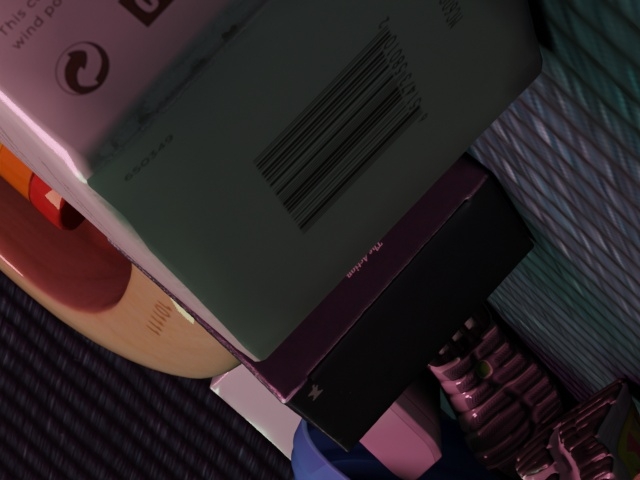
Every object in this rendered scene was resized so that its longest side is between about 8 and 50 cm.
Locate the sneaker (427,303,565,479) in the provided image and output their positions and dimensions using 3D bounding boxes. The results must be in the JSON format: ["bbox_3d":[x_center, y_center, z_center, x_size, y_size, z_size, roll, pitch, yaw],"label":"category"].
[{"bbox_3d":[0.112,0.088,1.423,0.228,0.086,0.132,58,173,-34],"label":"sneaker"}]

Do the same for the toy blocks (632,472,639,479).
[{"bbox_3d":[0.181,0.273,0.835,0.191,0.381,0.261,42,165,-23],"label":"toy blocks"}]

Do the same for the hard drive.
[{"bbox_3d":[0.009,0.051,1.500,0.233,0.047,0.353,44,-168,-8],"label":"hard drive"}]

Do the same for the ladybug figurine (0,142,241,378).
[{"bbox_3d":[-0.177,-0.103,1.209,0.449,0.162,0.305,44,147,9],"label":"ladybug figurine"}]

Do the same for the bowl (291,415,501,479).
[{"bbox_3d":[0.153,0.244,1.437,0.391,0.077,0.391,20,-171,-3],"label":"bowl"}]

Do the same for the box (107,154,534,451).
[{"bbox_3d":[0.000,0.000,0.955,0.158,0.156,0.093,40,176,33],"label":"box"}]

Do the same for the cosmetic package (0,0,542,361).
[{"bbox_3d":[-0.118,-0.146,0.588,0.365,0.155,0.197,42,175,20],"label":"cosmetic package"}]

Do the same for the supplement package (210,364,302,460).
[{"bbox_3d":[-0.003,0.100,1.723,0.139,0.134,0.244,43,-166,-10],"label":"supplement package"}]

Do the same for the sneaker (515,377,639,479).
[{"bbox_3d":[0.175,0.157,1.068,0.094,0.081,0.208,48,-160,-7],"label":"sneaker"}]
